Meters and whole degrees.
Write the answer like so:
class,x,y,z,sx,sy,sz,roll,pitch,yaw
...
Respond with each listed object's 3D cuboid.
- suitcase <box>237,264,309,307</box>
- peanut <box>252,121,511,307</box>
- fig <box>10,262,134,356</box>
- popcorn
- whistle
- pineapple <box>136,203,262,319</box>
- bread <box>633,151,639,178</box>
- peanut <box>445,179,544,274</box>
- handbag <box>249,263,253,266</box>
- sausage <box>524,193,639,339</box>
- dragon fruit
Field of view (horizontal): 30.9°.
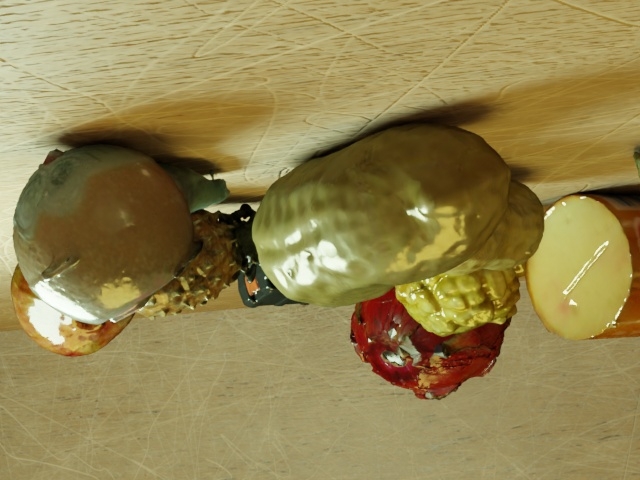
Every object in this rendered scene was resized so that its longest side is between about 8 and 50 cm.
class,x,y,z,sx,sy,sz,roll,pitch,yaw
suitcase,0.017,0.032,1.843,0.206,0.066,0.285,-1,158,-36
peanut,0.060,-0.022,1.249,0.192,0.170,0.387,-7,175,-30
fig,-0.368,0.071,1.740,0.205,0.205,0.205,-5,173,-1
popcorn,0.234,0.060,1.921,0.250,0.190,0.250,-8,-172,1
whistle,-0.200,-0.032,1.207,0.189,0.189,0.348,-7,-165,20
pineapple,-0.138,0.004,1.541,0.278,0.158,0.158,-16,178,-25
bread,0.522,-0.064,1.400,0.267,0.130,0.152,-6,164,13
peanut,0.198,-0.025,1.486,0.149,0.149,0.313,-10,176,35
handbag,0.001,0.033,2.081,0.270,0.089,0.175,-10,163,36
sausage,0.500,0.039,1.823,0.287,0.233,0.233,1,171,-34
dragon fruit,0.206,0.143,2.182,0.295,0.296,0.302,-12,-152,45
